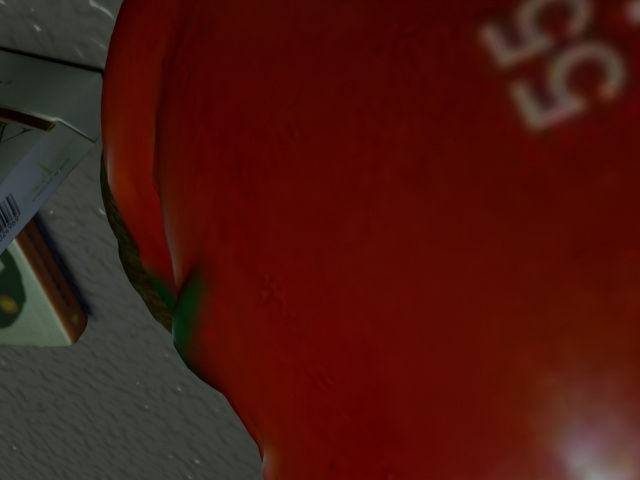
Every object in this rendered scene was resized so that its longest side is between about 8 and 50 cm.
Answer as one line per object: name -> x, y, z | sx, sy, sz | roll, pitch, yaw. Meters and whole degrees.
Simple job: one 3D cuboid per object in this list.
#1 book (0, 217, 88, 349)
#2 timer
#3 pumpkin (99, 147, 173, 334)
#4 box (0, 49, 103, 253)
book -> -0.316, -0.086, 1.001 | 0.260, 0.043, 0.371 | 4, 132, 34
timer -> 0.107, 0.030, 0.477 | 0.279, 0.378, 0.378 | -22, 125, 0
pumpkin -> 0.000, 0.000, 0.751 | 0.219, 0.162, 0.219 | 21, 136, 22
box -> -0.185, -0.036, 0.857 | 0.084, 0.154, 0.040 | 13, 141, 28
